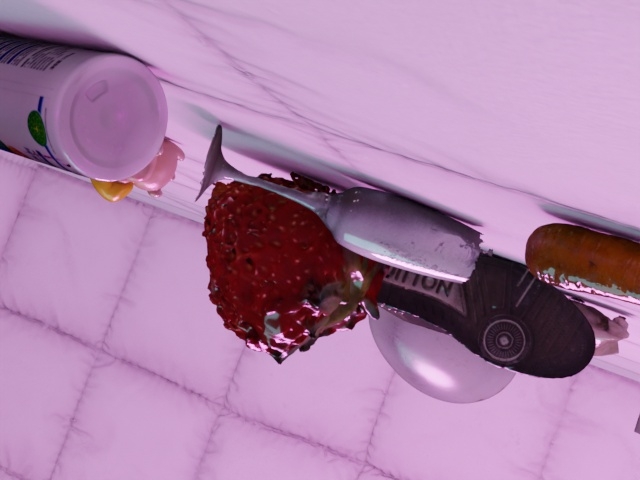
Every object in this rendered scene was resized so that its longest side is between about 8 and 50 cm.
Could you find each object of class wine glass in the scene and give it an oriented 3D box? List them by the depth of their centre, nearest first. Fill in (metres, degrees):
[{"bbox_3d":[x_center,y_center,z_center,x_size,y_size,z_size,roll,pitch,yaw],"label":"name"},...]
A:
[{"bbox_3d":[0.022,-0.024,0.931,0.262,0.074,0.074,19,177,-8],"label":"wine glass"}]

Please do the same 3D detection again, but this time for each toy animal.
[{"bbox_3d":[-0.205,-0.087,1.171,0.114,0.091,0.082,24,162,-24],"label":"toy animal"}]

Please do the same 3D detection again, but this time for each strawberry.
[{"bbox_3d":[-0.037,0.017,1.049,0.201,0.187,0.184,43,157,21],"label":"strawberry"}]

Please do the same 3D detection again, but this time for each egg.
[{"bbox_3d":[0.183,0.138,1.570,0.264,0.182,0.183,30,172,-31],"label":"egg"}]

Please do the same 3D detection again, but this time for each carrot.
[{"bbox_3d":[0.225,0.024,0.698,0.191,0.047,0.047,13,173,31],"label":"carrot"}]

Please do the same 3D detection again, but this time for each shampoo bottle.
[{"bbox_3d":[-0.241,-0.114,0.840,0.303,0.092,0.092,16,175,45],"label":"shampoo bottle"}]

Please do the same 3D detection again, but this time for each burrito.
[{"bbox_3d":[0.258,0.085,1.277,0.226,0.060,0.087,20,172,25],"label":"burrito"}]

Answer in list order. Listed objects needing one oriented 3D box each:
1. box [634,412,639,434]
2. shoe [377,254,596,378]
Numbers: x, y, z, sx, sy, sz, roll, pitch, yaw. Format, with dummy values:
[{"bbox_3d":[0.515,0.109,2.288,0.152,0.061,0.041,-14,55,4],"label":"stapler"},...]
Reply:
[{"bbox_3d":[0.570,0.244,1.379,0.225,0.117,0.225,18,178,-10],"label":"box"},{"bbox_3d":[0.164,0.063,1.196,0.293,0.109,0.149,23,-179,10],"label":"shoe"}]
